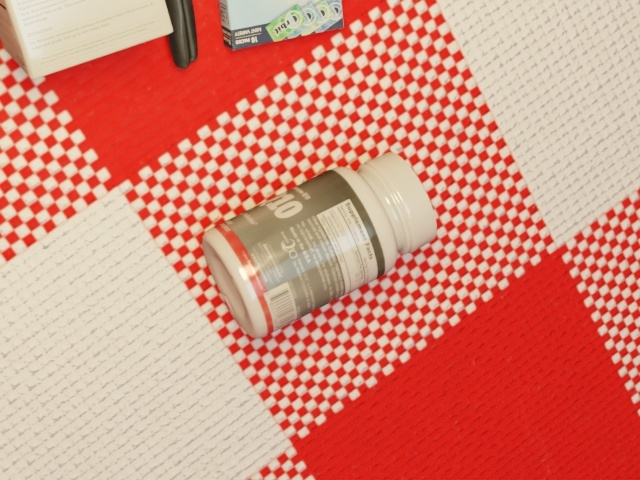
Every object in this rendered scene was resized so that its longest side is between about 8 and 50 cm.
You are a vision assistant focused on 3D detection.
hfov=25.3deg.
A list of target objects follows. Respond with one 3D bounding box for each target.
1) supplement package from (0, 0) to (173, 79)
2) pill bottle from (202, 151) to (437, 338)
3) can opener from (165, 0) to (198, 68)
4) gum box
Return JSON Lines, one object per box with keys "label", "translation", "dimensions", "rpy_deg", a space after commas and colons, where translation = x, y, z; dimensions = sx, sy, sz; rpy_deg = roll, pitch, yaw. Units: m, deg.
{"label": "supplement package", "translation": [-0.306, -0.362, 1.617], "dimensions": [0.178, 0.175, 0.293], "rpy_deg": [-21, 117, -15]}
{"label": "pill bottle", "translation": [0.000, 0.000, 1.908], "dimensions": [0.283, 0.161, 0.161], "rpy_deg": [-27, 118, -14]}
{"label": "can opener", "translation": [-0.182, -0.305, 1.776], "dimensions": [0.059, 0.073, 0.186], "rpy_deg": [-51, 135, -47]}
{"label": "gum box", "translation": [-0.056, -0.348, 1.817], "dimensions": [0.157, 0.041, 0.184], "rpy_deg": [-15, 114, -20]}
